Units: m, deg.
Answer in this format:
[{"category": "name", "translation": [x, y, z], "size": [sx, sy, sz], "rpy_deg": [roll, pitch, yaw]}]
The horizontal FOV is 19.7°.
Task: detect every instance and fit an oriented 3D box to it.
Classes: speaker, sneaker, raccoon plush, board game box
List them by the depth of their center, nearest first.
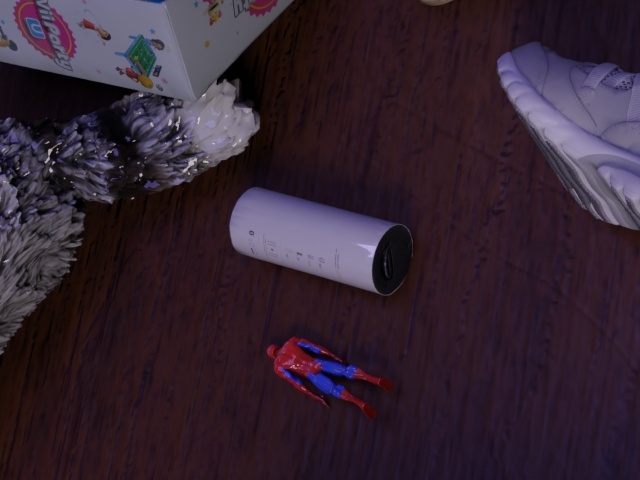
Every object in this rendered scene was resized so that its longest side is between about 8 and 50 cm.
[{"category": "sneaker", "translation": [0.221, -0.070, 1.235], "size": [0.115, 0.105, 0.281], "rpy_deg": [-41, 39, -3]}, {"category": "speaker", "translation": [0.000, 0.000, 1.377], "size": [0.136, 0.055, 0.055], "rpy_deg": [15, 79, 34]}, {"category": "raccoon plush", "translation": [-0.255, 0.056, 1.428], "size": [0.446, 0.216, 0.299], "rpy_deg": [-18, 71, 23]}, {"category": "board game box", "translation": [-0.165, -0.230, 1.481], "size": [0.303, 0.097, 0.224], "rpy_deg": [14, 46, 32]}]

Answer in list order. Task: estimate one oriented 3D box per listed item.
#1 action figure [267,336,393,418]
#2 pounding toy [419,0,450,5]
[{"category": "action figure", "translation": [0.002, 0.098, 1.354], "size": [0.115, 0.030, 0.038], "rpy_deg": [23, 78, 40]}, {"category": "pounding toy", "translation": [0.132, -0.288, 1.351], "size": [0.269, 0.155, 0.154], "rpy_deg": [-12, 70, 26]}]
